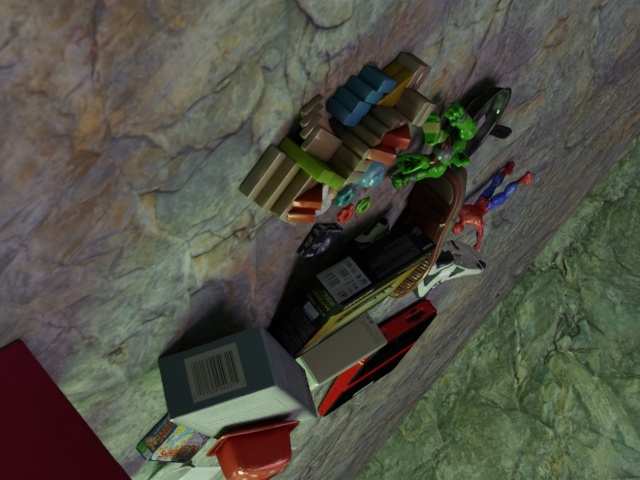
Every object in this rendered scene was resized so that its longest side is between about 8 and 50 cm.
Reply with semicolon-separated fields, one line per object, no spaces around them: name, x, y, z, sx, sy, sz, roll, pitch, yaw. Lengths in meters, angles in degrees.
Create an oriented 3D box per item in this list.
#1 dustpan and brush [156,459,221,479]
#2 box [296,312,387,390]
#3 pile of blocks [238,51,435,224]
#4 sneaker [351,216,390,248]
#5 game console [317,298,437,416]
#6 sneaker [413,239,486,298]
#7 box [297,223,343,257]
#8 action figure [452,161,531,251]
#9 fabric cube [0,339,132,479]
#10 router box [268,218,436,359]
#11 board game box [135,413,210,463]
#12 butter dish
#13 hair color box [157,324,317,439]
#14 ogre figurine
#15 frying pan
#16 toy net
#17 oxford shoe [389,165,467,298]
dustpan and brush;-0.316;0.508;1.563;0.211;0.060;0.147;-41;156;4
box;0.025;0.265;1.752;0.275;0.094;0.113;-20;163;-50
pile of blocks;0.052;-0.150;1.118;0.362;0.113;0.149;-43;158;-13
sneaker;0.102;-0.016;1.547;0.109;0.040;0.043;-29;132;-43
game console;0.173;0.344;2.264;0.387;0.060;0.342;-22;151;-47
sneaker;0.289;0.080;1.914;0.235;0.094;0.153;-3;147;-30
box;0.000;0.000;1.396;0.067;0.018;0.083;-56;157;18
action figure;0.429;-0.076;1.972;0.280;0.091;0.139;-36;146;-29
fabric cube;-0.385;0.333;0.914;0.254;0.258;0.259;-35;155;-32
router box;0.064;0.102;1.537;0.309;0.081;0.243;-28;164;-41
board game box;-0.267;0.379;1.507;0.136;0.035;0.201;-47;159;-3
butter dish;-0.117;0.410;1.406;0.160;0.118;0.160;-5;155;-23
hair color box;-0.136;0.277;1.390;0.186;0.113;0.374;-19;156;3
ogre figurine;0.222;-0.173;1.425;0.118;0.097;0.196;-2;119;-46
frying pan;0.355;-0.259;1.586;0.326;0.053;0.197;-34;157;-45
toy net;0.023;-0.080;1.280;0.232;0.045;0.122;-20;146;-48
oxford shoe;0.236;-0.014;1.684;0.130;0.123;0.348;-29;153;-51
